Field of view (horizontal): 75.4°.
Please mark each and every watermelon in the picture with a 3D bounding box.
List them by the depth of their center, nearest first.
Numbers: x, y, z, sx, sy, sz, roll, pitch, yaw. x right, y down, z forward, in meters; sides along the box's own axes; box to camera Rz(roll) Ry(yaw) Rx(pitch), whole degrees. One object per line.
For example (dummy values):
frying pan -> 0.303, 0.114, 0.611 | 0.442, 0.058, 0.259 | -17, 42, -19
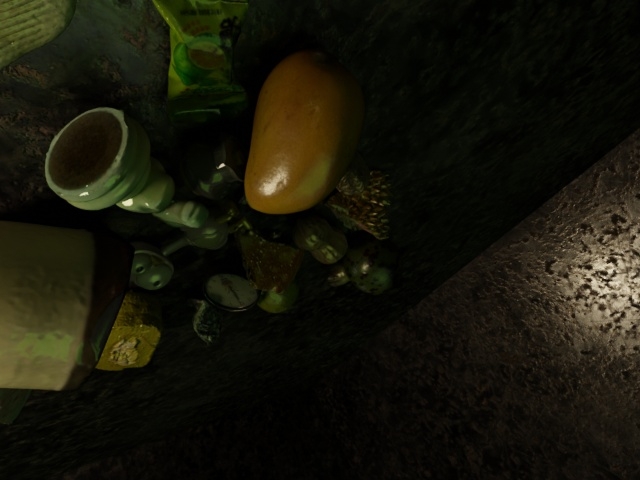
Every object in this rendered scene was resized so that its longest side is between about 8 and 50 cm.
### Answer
watermelon -> -0.862, 0.341, 1.050 | 0.175, 0.188, 0.322 | 25, 145, -4

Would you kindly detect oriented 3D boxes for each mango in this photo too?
mango -> -0.035, -0.194, 0.776 | 0.317, 0.211, 0.173 | -69, 163, 5

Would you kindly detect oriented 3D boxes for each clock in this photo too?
clock -> -0.275, 0.151, 1.284 | 0.184, 0.040, 0.184 | 3, 131, 3

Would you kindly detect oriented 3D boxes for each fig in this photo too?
fig -> -0.156, 0.159, 1.394 | 0.167, 0.167, 0.233 | -30, 167, 1

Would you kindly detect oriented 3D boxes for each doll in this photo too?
doll -> -0.352, 0.015, 1.020 | 0.365, 0.094, 0.160 | -31, 151, 1

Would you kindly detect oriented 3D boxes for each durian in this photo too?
durian -> 0.148, -0.123, 1.292 | 0.196, 0.185, 0.305 | -55, 144, -1

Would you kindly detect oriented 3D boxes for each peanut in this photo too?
peanut -> 0.000, 0.000, 1.304 | 0.120, 0.136, 0.298 | -36, 152, 13

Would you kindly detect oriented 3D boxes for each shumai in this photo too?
shumai -> 0.052, -0.175, 1.079 | 0.116, 0.146, 0.145 | -25, 161, 35

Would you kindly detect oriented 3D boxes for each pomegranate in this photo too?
pomegranate -> 0.157, 0.086, 1.566 | 0.305, 0.242, 0.242 | 1, 155, 9

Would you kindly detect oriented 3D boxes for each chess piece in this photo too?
chess piece -> -0.323, -0.094, 0.769 | 0.175, 0.176, 0.298 | -32, 156, 4

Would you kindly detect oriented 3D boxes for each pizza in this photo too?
pizza -> -0.167, 0.055, 1.235 | 0.297, 0.071, 0.189 | 32, 76, -53

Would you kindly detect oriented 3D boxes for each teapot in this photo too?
teapot -> -0.203, -0.153, 0.842 | 0.119, 0.130, 0.166 | -15, -167, 19

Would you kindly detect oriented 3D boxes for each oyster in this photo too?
oyster -> -0.381, 0.252, 1.376 | 0.087, 0.199, 0.252 | -12, 120, -5

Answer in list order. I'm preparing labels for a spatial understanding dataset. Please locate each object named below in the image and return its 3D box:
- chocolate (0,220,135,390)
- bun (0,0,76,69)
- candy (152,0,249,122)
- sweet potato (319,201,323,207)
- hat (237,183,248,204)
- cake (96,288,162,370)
chocolate -> -0.545, 0.097, 0.747 | 0.297, 0.314, 0.326 | 28, 84, -40
bun -> -0.387, -0.290, 0.432 | 0.221, 0.108, 0.221 | -27, 162, -10
candy -> -0.183, -0.301, 0.661 | 0.149, 0.069, 0.246 | -13, 154, -21
sweet potato -> -0.036, -0.157, 1.060 | 0.072, 0.066, 0.314 | -62, 160, -17
hat -> -0.134, -0.140, 0.956 | 0.129, 0.140, 0.227 | 7, 165, -36
cake -> -0.561, 0.262, 1.176 | 0.179, 0.156, 0.260 | 11, 130, -31
